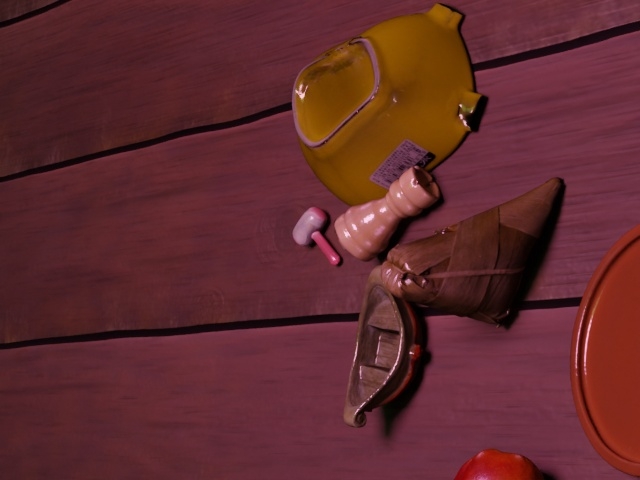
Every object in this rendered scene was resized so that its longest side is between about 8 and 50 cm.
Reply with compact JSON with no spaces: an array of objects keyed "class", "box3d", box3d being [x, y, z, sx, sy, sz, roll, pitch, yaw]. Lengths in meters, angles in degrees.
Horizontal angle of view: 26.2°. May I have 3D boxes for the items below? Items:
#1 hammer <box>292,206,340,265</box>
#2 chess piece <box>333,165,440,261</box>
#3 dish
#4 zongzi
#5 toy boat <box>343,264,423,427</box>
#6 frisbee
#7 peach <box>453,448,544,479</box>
[{"class":"hammer","box3d":[0.000,0.000,1.698,0.083,0.031,0.052,52,121,33]},{"class":"chess piece","box3d":[0.079,-0.034,1.596,0.122,0.066,0.066,-40,53,29]},{"class":"dish","box3d":[0.055,-0.166,1.623,0.262,0.108,0.221,-31,60,38]},{"class":"zongzi","box3d":[0.158,-0.004,1.433,0.078,0.160,0.176,45,114,48]},{"class":"toy boat","box3d":[0.072,0.122,1.557,0.089,0.071,0.185,5,83,48]},{"class":"frisbee","box3d":[0.318,0.098,1.295,0.251,0.021,0.251,-35,49,52]},{"class":"peach","box3d":[0.179,0.264,1.392,0.100,0.100,0.101,-14,70,44]}]
